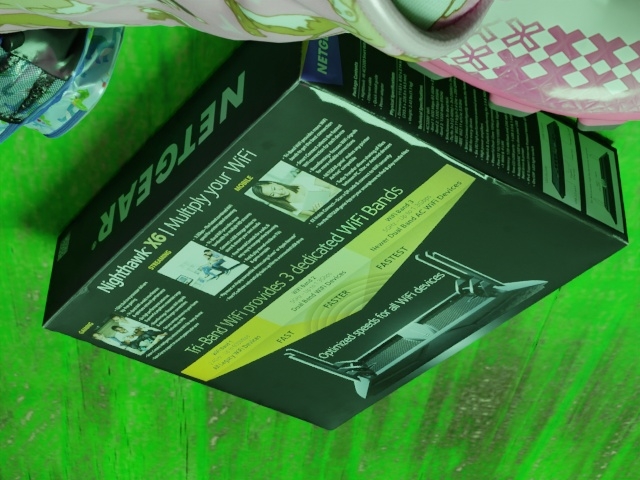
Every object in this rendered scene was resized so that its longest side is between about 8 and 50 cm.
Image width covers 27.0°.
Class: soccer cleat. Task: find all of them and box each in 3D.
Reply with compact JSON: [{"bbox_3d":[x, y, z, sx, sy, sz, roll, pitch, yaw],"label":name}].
[{"bbox_3d":[0.063,-0.148,0.599,0.331,0.116,0.143,14,140,-3],"label":"soccer cleat"}]

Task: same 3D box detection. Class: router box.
[{"bbox_3d":[0.000,0.000,0.858,0.243,0.081,0.309,24,139,-28],"label":"router box"}]

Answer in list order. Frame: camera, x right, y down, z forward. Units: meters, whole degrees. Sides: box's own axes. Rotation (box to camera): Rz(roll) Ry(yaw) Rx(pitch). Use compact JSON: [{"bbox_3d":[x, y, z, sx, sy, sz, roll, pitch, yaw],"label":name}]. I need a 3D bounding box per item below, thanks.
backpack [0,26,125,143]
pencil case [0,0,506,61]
[{"bbox_3d":[-0.159,-0.102,0.705,0.084,0.105,0.114,31,137,-33],"label":"backpack"},{"bbox_3d":[-0.104,-0.146,0.501,0.386,0.160,0.167,4,-176,35],"label":"pencil case"}]
